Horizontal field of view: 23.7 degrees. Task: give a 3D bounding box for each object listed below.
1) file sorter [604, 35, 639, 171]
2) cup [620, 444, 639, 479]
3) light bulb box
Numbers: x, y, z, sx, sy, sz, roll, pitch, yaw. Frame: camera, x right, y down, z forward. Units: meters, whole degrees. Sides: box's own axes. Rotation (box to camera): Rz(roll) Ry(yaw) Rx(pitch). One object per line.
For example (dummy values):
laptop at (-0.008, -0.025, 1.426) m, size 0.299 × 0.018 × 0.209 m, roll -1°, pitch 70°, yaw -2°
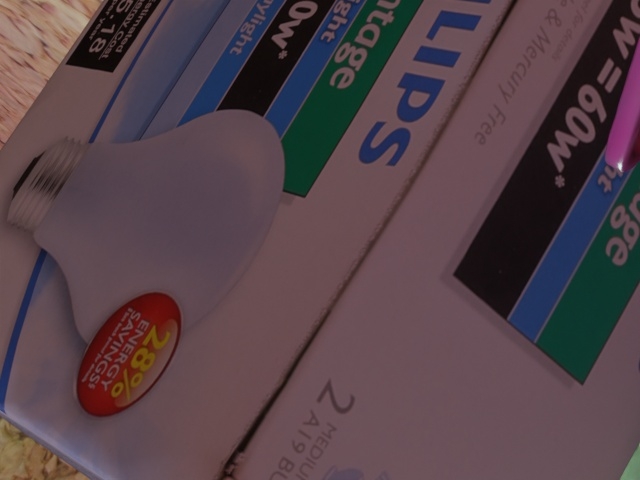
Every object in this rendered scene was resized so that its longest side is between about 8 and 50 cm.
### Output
file sorter at (0.242, -0.053, 0.352) m, size 0.291 × 0.202 × 0.182 m, roll 31°, pitch 156°, yaw 16°
cup at (0.315, 0.113, 0.756) m, size 0.331 × 0.331 × 0.237 m, roll 29°, pitch 143°, yaw 23°
light bulb box at (0.000, 0.000, 0.844) m, size 0.225 × 0.358 × 0.361 m, roll 39°, pitch 166°, yaw -35°
